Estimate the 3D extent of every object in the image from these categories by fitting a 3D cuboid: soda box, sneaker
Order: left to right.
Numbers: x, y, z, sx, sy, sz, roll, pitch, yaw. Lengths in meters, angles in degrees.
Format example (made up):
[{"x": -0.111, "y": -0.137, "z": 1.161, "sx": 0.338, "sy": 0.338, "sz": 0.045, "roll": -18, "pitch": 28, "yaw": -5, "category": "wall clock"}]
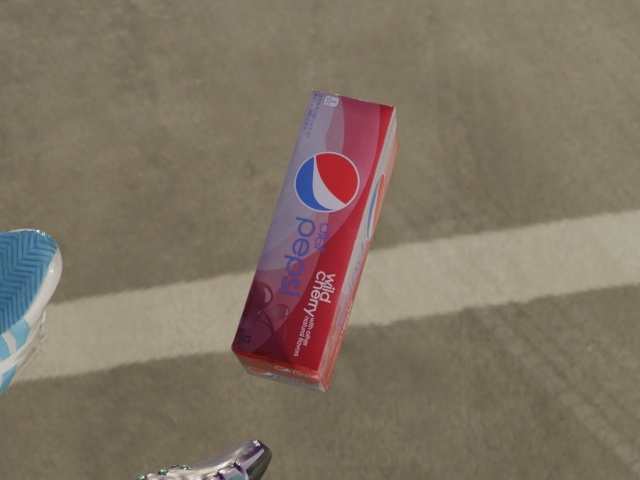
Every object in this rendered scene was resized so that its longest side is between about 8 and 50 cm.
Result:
[{"x": -0.291, "y": 0.068, "z": 1.112, "sx": 0.087, "sy": 0.229, "sz": 0.092, "roll": 51, "pitch": 34, "yaw": 15, "category": "sneaker"}, {"x": -0.127, "y": 0.184, "z": 0.850, "sx": 0.098, "sy": 0.083, "sz": 0.223, "roll": 41, "pitch": 42, "yaw": 12, "category": "sneaker"}, {"x": 0.000, "y": 0.000, "z": 1.127, "sx": 0.083, "sy": 0.092, "sz": 0.263, "roll": 13, "pitch": 72, "yaw": 10, "category": "soda box"}]
